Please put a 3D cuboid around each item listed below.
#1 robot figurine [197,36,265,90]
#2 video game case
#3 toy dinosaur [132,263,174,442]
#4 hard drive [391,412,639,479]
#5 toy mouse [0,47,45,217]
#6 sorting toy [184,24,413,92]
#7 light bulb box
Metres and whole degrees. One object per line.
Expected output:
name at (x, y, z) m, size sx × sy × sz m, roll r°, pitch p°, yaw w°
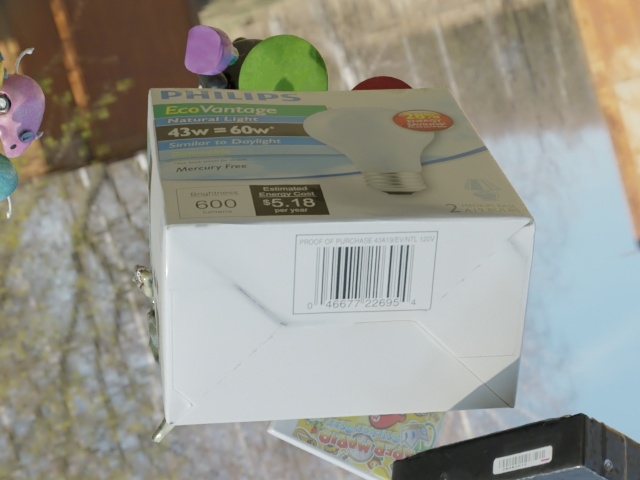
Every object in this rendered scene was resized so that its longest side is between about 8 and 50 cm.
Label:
robot figurine at (-0.096, -0.214, 2.189) m, size 0.209 × 0.173 × 0.278 m, roll -6°, pitch -143°, yaw -15°
video game case at (0.065, 0.214, 1.889) m, size 0.227 × 0.206 × 0.026 m, roll 27°, pitch 161°, yaw -14°
toy dinosaur at (-0.172, 0.150, 1.707) m, size 0.118 × 0.268 × 0.064 m, roll 18°, pitch -148°, yaw 36°
hard drive at (0.266, 0.275, 1.369) m, size 0.339 × 0.064 × 0.237 m, roll 31°, pitch 142°, yaw -33°
toy mouse at (-0.229, -0.076, 0.999) m, size 0.031 × 0.143 × 0.161 m, roll 2°, pitch -148°, yaw 13°
sorting toy at (-0.007, -0.200, 1.849) m, size 0.366 × 0.127 × 0.126 m, roll 24°, pitch -169°, yaw 19°
light bulb box at (0.000, 0.000, 1.451) m, size 0.358 × 0.225 × 0.361 m, roll -1°, pitch -153°, yaw -10°
